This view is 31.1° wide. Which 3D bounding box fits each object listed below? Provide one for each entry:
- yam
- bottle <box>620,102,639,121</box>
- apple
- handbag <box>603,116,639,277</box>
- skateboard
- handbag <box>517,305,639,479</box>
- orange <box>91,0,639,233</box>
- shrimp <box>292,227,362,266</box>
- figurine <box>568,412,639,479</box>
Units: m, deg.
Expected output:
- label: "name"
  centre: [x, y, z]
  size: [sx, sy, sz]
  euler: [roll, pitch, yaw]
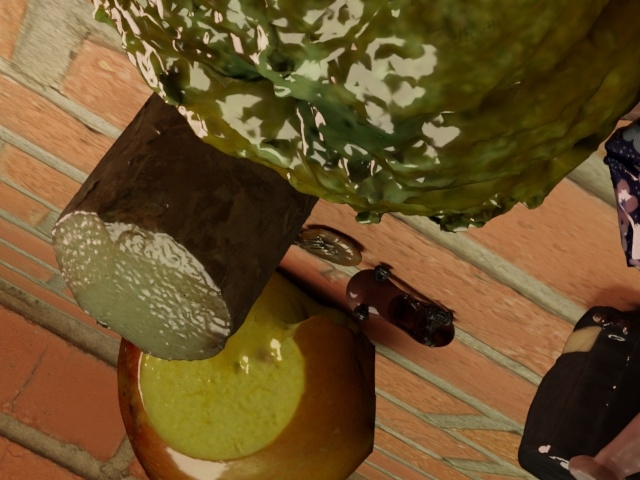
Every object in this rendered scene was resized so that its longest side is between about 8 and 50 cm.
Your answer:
- label: "yam"
  centre: [-0.075, -0.054, 0.873]
  size: [0.161, 0.268, 0.161]
  euler: [26, 154, 14]
- label: "bottle"
  centre: [0.154, -0.103, 0.705]
  size: [0.140, 0.053, 0.053]
  euler: [13, 159, 41]
- label: "apple"
  centre: [-0.089, 0.189, 1.578]
  size: [0.374, 0.374, 0.383]
  euler: [15, 121, 35]
- label: "handbag"
  centre: [0.256, -0.039, 0.493]
  size: [0.208, 0.126, 0.229]
  euler: [-15, -179, -35]
- label: "skateboard"
  centre: [0.093, 0.084, 1.376]
  size: [0.151, 0.067, 0.080]
  euler: [31, 173, -27]
- label: "handbag"
  centre: [0.328, 0.182, 1.084]
  size: [0.254, 0.181, 0.181]
  euler: [26, 165, 10]
- label: "orange"
  centre: [0.016, -0.134, 0.533]
  size: [0.301, 0.223, 0.300]
  euler: [27, 158, 2]
- label: "shrimp"
  centre: [0.000, 0.000, 1.321]
  size: [0.108, 0.023, 0.059]
  euler: [20, 153, 21]
- label: "figurine"
  centre: [0.326, 0.101, 0.837]
  size: [0.176, 0.186, 0.287]
  euler: [36, 127, -13]
